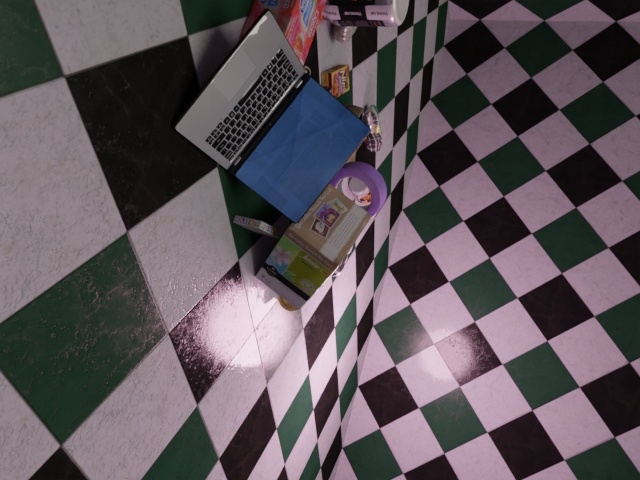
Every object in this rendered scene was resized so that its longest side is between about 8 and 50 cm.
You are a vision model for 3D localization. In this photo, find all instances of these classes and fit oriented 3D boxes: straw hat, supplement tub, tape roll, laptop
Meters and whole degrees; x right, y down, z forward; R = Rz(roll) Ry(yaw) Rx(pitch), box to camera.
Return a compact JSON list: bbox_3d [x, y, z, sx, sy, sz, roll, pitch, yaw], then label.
[{"bbox_3d":[-0.126,0.235,1.831,0.061,0.145,0.144,-34,-149,64],"label":"straw hat"},{"bbox_3d":[0.145,-0.878,1.542,0.194,0.316,0.193,12,90,-67],"label":"supplement tub"},{"bbox_3d":[0.167,-0.226,2.006,0.090,0.275,0.274,-47,143,-49],"label":"tape roll"},{"bbox_3d":[-0.106,-0.315,1.193,0.382,0.236,0.408,-52,155,-1],"label":"laptop"},{"bbox_3d":[0.231,-0.276,2.341,0.190,0.117,0.116,41,65,-65],"label":"supplement tub"}]

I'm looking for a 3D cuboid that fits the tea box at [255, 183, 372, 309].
[{"bbox_3d":[-0.024,0.020,1.594,0.329,0.220,0.323,-52,179,-45],"label":"tea box"}]

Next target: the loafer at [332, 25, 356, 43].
[{"bbox_3d":[0.141,-0.954,1.734,0.111,0.112,0.319,153,-43,-73],"label":"loafer"}]

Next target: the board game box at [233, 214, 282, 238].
[{"bbox_3d":[-0.208,-0.044,1.435,0.154,0.104,0.026,32,73,-67],"label":"board game box"}]

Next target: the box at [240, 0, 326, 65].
[{"bbox_3d":[-0.102,-0.682,1.279,0.142,0.154,0.299,40,67,-65],"label":"box"}]

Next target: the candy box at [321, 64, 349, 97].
[{"bbox_3d":[0.066,-0.675,1.815,0.186,0.053,0.109,-51,146,-49],"label":"candy box"}]

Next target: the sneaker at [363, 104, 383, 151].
[{"bbox_3d":[0.296,-0.610,2.343,0.275,0.107,0.110,79,23,-45],"label":"sneaker"}]

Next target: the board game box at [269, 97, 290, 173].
[{"bbox_3d":[-0.111,-0.332,1.426,0.144,0.142,0.275,73,34,-73],"label":"board game box"}]

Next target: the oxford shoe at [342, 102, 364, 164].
[{"bbox_3d":[0.151,-0.466,2.025,0.123,0.130,0.348,-54,149,-43],"label":"oxford shoe"}]

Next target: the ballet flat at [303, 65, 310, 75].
[{"bbox_3d":[-0.098,-0.554,1.465,0.213,0.068,0.072,-54,149,-43],"label":"ballet flat"}]

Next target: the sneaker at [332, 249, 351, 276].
[{"bbox_3d":[0.090,0.051,2.200,0.153,0.101,0.268,28,79,-70],"label":"sneaker"}]

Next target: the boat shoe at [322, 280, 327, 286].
[{"bbox_3d":[0.009,0.108,2.055,0.095,0.095,0.257,-4,106,-61],"label":"boat shoe"}]

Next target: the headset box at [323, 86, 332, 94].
[{"bbox_3d":[0.007,-0.580,1.711,0.032,0.062,0.083,63,44,-58],"label":"headset box"}]
